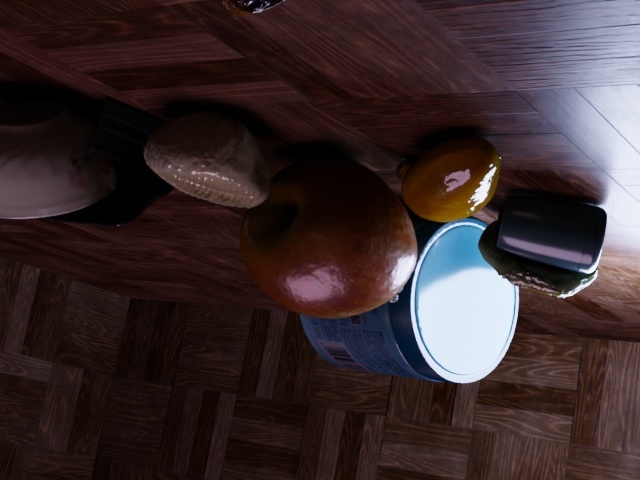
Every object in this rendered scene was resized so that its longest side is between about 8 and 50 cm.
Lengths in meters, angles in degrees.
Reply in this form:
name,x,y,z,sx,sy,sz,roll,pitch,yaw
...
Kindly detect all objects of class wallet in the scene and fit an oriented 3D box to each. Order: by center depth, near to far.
name,x,y,z,sx,sy,sz,roll,pitch,yaw
wallet,-0.381,-0.104,1.953,0.247,0.041,0.323,9,-149,15

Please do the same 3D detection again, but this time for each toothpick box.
name,x,y,z,sx,sy,sz,roll,pitch,yaw
toothpick box,0.405,-0.016,1.922,0.184,0.120,0.120,12,169,7

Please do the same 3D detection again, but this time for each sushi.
name,x,y,z,sx,sy,sz,roll,pitch,yaw
sushi,-0.086,-0.283,1.241,0.099,0.050,0.047,6,168,-40

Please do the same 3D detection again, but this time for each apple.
name,x,y,z,sx,sy,sz,roll,pitch,yaw
apple,0.000,0.000,1.900,0.302,0.301,0.301,10,169,2

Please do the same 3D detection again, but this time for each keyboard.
name,x,y,z,sx,sy,sz,roll,pitch,yaw
keyboard,-0.235,-0.143,1.931,0.381,0.103,0.041,22,179,-35

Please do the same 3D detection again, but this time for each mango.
name,x,y,z,sx,sy,sz,roll,pitch,yaw
mango,0.214,-0.100,1.717,0.147,0.109,0.227,10,157,-17

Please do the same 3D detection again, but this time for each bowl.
name,x,y,z,sx,sy,sz,roll,pitch,yaw
bowl,-0.494,-0.156,1.865,0.277,0.145,0.277,-2,-154,1

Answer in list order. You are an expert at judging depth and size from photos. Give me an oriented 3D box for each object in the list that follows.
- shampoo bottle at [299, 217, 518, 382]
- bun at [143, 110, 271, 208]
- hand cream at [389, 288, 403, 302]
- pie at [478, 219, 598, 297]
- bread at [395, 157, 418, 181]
name,x,y,z,sx,sy,sz,roll,pitch,yaw
shampoo bottle,0.175,0.120,2.259,0.331,0.331,0.343,20,166,-40
bun,-0.182,-0.140,1.808,0.221,0.134,0.220,17,170,3
hand cream,0.116,0.014,2.065,0.048,0.224,0.083,-10,151,-2
pie,0.408,0.027,2.018,0.241,0.054,0.240,9,-151,-5
bread,0.206,-0.107,1.840,0.157,0.044,0.052,11,172,-1
